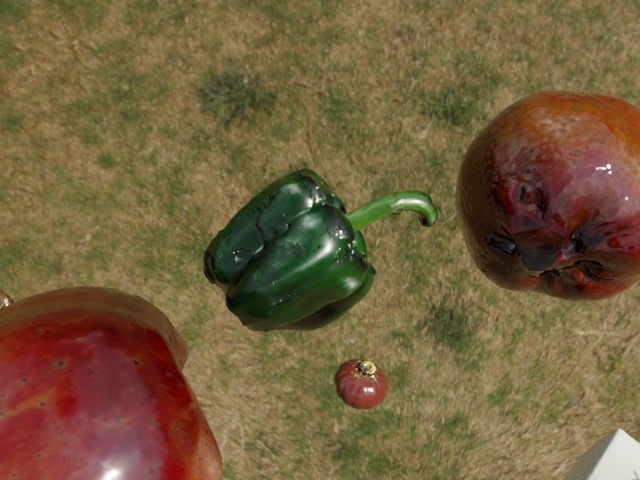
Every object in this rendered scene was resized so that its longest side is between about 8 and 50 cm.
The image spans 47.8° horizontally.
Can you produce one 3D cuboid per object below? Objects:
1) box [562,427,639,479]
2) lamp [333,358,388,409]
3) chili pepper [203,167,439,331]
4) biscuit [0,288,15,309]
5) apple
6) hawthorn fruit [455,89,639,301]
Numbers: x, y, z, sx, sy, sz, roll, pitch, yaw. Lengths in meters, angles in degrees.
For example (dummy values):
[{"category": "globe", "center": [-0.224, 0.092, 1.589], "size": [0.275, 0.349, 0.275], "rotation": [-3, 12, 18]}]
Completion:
[{"category": "box", "center": [0.272, 0.315, 0.468], "size": [0.330, 0.095, 0.210], "rotation": [37, 58, 19]}, {"category": "lamp", "center": [0.073, 0.260, 1.311], "size": [0.101, 0.090, 0.101], "rotation": [12, 32, -8]}, {"category": "chili pepper", "center": [0.000, 0.000, 0.816], "size": [0.261, 0.174, 0.165], "rotation": [-36, 62, 0]}, {"category": "biscuit", "center": [-0.381, 0.158, 0.892], "size": [0.237, 0.026, 0.131], "rotation": [47, 49, -19]}, {"category": "apple", "center": [-0.279, 0.208, 0.701], "size": [0.365, 0.329, 0.295], "rotation": [-29, 86, 4]}, {"category": "hawthorn fruit", "center": [0.328, -0.060, 0.955], "size": [0.295, 0.295, 0.311], "rotation": [38, 38, 20]}]
